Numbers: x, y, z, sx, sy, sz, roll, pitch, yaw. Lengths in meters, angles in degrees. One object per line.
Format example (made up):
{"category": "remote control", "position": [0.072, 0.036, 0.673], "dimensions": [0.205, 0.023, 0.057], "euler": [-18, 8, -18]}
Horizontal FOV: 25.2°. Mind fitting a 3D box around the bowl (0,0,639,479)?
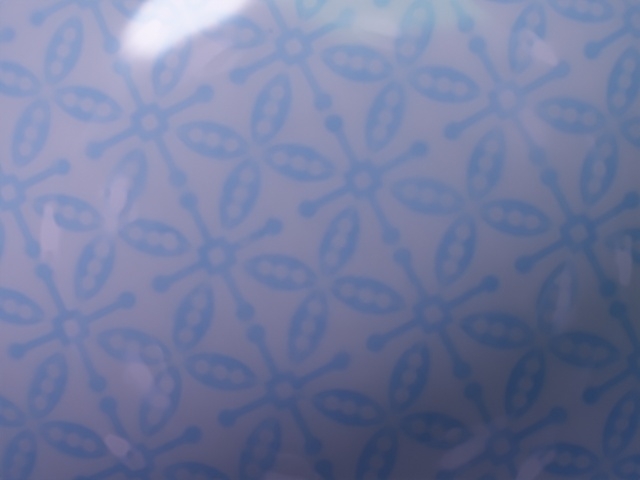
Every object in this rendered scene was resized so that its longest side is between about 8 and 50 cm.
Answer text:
{"category": "bowl", "position": [0.000, 0.000, 0.408], "dimensions": [0.289, 0.289, 0.156], "euler": [17, 178, 8]}
